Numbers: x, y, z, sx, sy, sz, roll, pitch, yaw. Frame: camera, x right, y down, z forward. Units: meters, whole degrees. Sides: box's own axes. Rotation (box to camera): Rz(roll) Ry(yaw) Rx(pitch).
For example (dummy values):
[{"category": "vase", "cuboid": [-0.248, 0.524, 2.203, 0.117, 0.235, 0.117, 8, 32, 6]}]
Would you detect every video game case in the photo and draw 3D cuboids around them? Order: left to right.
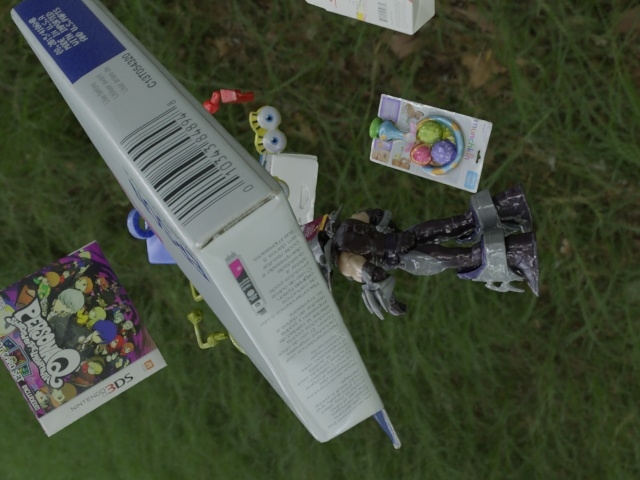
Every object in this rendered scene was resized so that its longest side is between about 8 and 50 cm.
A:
[{"category": "video game case", "cuboid": [-0.385, 0.149, 1.357, 0.232, 0.210, 0.042, 62, 158, -5]}]

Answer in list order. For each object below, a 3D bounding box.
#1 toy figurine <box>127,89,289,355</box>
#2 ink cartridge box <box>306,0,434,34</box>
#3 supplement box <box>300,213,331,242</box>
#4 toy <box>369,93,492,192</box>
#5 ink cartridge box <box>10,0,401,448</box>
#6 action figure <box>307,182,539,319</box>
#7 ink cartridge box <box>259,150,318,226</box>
[{"category": "toy figurine", "cuboid": [-0.170, -0.004, 1.083, 0.191, 0.217, 0.362, -1, 97, 31]}, {"category": "ink cartridge box", "cuboid": [0.066, -0.388, 1.283, 0.198, 0.067, 0.115, 24, 143, 28]}, {"category": "supplement box", "cuboid": [0.000, 0.000, 1.342, 0.055, 0.043, 0.083, 33, 148, -24]}, {"category": "toy", "cuboid": [0.196, -0.185, 1.670, 0.237, 0.056, 0.136, 22, 112, 31]}, {"category": "ink cartridge box", "cuboid": [-0.085, -0.002, 0.681, 0.324, 0.071, 0.330, 45, 165, 40]}, {"category": "action figure", "cuboid": [0.105, 0.013, 1.024, 0.285, 0.185, 0.099, -5, 130, 10]}, {"category": "ink cartridge box", "cuboid": [-0.064, -0.088, 1.553, 0.082, 0.139, 0.191, 5, -174, -10]}]
